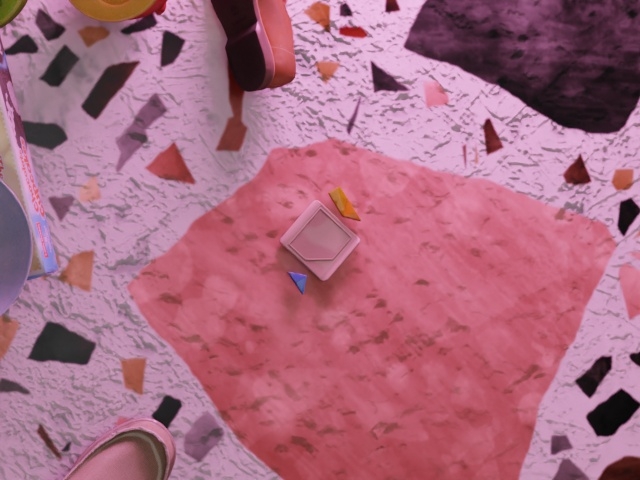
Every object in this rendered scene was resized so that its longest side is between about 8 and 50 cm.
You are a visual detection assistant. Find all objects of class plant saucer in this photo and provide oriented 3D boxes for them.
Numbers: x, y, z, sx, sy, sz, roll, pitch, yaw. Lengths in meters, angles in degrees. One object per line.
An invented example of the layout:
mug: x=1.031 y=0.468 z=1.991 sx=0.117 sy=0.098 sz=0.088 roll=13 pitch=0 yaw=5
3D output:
plant saucer: x=-0.391 y=0.011 z=1.741 sx=0.195 sy=0.037 sz=0.195 roll=3 pitch=73 yaw=-11

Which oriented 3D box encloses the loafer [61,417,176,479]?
loafer: x=-0.254 y=0.303 z=1.847 sx=0.102 sy=0.092 sz=0.268 roll=45 pitch=78 yaw=-10

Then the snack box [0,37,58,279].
snack box: x=-0.407 y=-0.099 z=1.807 sx=0.187 sy=0.060 sz=0.322 roll=-13 pitch=92 yaw=6

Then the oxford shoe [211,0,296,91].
oxford shoe: x=-0.074 y=-0.273 z=1.940 sx=0.076 sy=0.076 sz=0.212 roll=-9 pitch=88 yaw=-45

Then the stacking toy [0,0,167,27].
stacking toy: x=-0.306 y=-0.364 z=1.876 sx=0.279 sy=0.130 sz=0.309 roll=-14 pitch=89 yaw=11

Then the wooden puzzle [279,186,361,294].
wooden puzzle: x=0.000 y=0.000 z=1.969 sx=0.116 sy=0.014 sz=0.078 roll=-42 pitch=95 yaw=-13
